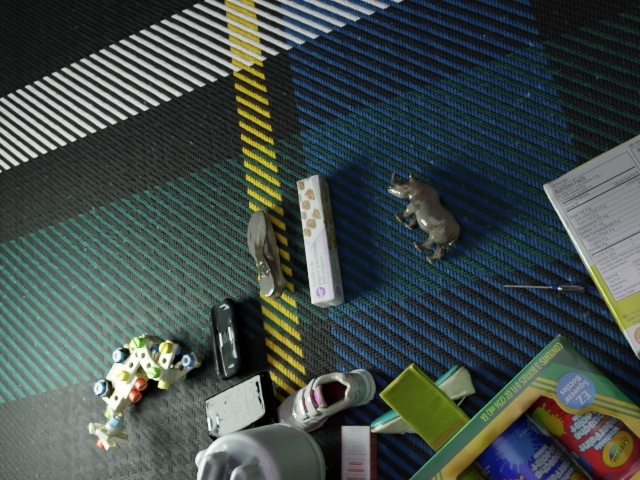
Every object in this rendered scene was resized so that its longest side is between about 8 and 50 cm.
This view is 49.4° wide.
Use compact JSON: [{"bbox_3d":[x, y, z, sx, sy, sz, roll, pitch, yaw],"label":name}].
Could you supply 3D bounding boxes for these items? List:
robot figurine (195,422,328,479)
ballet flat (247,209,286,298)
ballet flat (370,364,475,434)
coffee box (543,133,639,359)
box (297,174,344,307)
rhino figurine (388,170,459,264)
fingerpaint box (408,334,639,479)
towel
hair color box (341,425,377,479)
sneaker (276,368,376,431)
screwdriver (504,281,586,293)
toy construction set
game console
[{"bbox_3d":[-0.118,0.494,1.462,0.300,0.353,0.199,17,91,28],"label":"robot figurine"},{"bbox_3d":[-0.132,0.035,1.777,0.084,0.058,0.249,-39,54,36],"label":"ballet flat"},{"bbox_3d":[0.224,0.364,1.490,0.248,0.086,0.086,-37,63,12],"label":"ballet flat"},{"bbox_3d":[0.645,0.003,1.228,0.338,0.338,0.334,-30,64,17],"label":"coffee box"},{"bbox_3d":[0.000,0.000,1.710,0.063,0.067,0.324,-16,68,22],"label":"box"},{"bbox_3d":[0.233,-0.071,1.609,0.106,0.073,0.243,-39,61,16],"label":"rhino figurine"},{"bbox_3d":[0.425,0.459,1.284,0.445,0.163,0.371,-46,69,8],"label":"fingerpaint box"},{"bbox_3d":[0.240,0.371,1.442,0.237,0.021,0.102,45,95,-1],"label":"towel"},{"bbox_3d":[0.086,0.483,1.540,0.072,0.043,0.141,-6,72,25],"label":"hair color box"},{"bbox_3d":[-0.005,0.360,1.582,0.252,0.111,0.103,-32,64,16],"label":"sneaker"},{"bbox_3d":[0.474,0.096,1.474,0.170,0.024,0.025,4,48,34],"label":"screwdriver"},{"bbox_3d":[-0.474,0.379,1.801,0.215,0.151,0.327,33,81,30],"label":"toy construction set"},{"bbox_3d":[-0.212,0.313,1.714,0.213,0.044,0.361,-30,60,34],"label":"game console"}]
